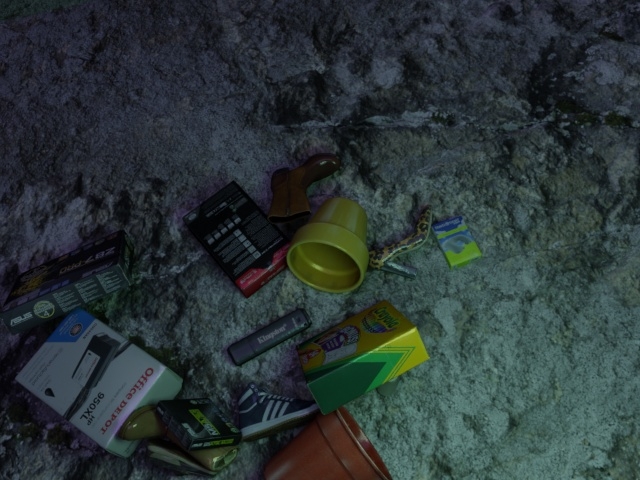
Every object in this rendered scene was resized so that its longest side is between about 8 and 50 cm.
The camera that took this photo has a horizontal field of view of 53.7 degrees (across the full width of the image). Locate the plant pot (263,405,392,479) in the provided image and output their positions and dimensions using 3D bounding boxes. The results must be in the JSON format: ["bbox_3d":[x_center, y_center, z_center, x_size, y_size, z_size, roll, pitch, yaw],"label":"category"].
[{"bbox_3d":[0.007,0.607,1.692,0.265,0.272,0.272,-36,63,-2],"label":"plant pot"}]

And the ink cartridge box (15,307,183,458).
[{"bbox_3d":[-0.669,0.427,1.933,0.395,0.166,0.285,28,69,21],"label":"ink cartridge box"}]

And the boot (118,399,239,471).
[{"bbox_3d":[-0.399,0.565,1.797,0.269,0.236,0.089,28,109,23],"label":"boot"}]

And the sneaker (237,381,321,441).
[{"bbox_3d":[-0.120,0.472,1.843,0.282,0.099,0.153,-22,60,13],"label":"sneaker"}]

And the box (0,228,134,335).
[{"bbox_3d":[-0.812,0.128,2.067,0.395,0.097,0.318,-23,26,-4],"label":"box"}]

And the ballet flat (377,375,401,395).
[{"bbox_3d":[0.220,0.357,1.886,0.072,0.068,0.213,20,68,18],"label":"ballet flat"}]

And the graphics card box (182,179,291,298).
[{"bbox_3d":[-0.272,-0.009,2.143,0.233,0.094,0.371,-39,65,-12],"label":"graphics card box"}]

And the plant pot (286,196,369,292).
[{"bbox_3d":[0.046,0.000,2.016,0.254,0.254,0.239,11,50,14],"label":"plant pot"}]

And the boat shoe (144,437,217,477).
[{"bbox_3d":[-0.403,0.644,1.834,0.223,0.080,0.073,20,96,5],"label":"boat shoe"}]

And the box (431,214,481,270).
[{"bbox_3d":[0.437,-0.002,2.057,0.109,0.042,0.178,-20,62,-3],"label":"box"}]

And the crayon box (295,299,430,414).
[{"bbox_3d":[0.103,0.308,1.767,0.313,0.363,0.106,-28,99,-3],"label":"crayon box"}]

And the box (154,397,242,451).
[{"bbox_3d":[-0.347,0.520,1.805,0.191,0.184,0.045,32,101,41],"label":"box"}]

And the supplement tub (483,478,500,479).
[{"bbox_3d":[0.487,0.686,1.643,0.190,0.117,0.117,4,63,10],"label":"supplement tub"}]

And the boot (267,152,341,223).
[{"bbox_3d":[-0.050,-0.179,2.132,0.264,0.096,0.280,-10,35,4],"label":"boot"}]

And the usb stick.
[{"bbox_3d":[-0.160,0.302,1.988,0.278,0.045,0.077,-28,61,-7],"label":"usb stick"}]

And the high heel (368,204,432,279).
[{"bbox_3d":[0.254,-0.016,2.058,0.186,0.093,0.261,17,76,10],"label":"high heel"}]
